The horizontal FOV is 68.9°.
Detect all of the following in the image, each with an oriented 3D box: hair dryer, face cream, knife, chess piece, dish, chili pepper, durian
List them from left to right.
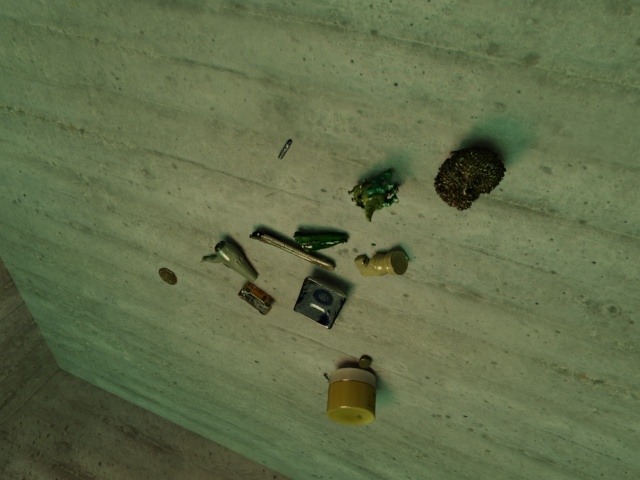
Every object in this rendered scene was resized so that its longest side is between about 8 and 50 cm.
[{"bbox_3d":[-0.389,0.113,2.033,0.229,0.092,0.267,39,149,-13],"label":"hair dryer"},{"bbox_3d":[-0.109,0.036,1.823,0.365,0.043,0.089,23,169,8],"label":"knife"},{"bbox_3d":[-0.001,0.003,1.722,0.216,0.062,0.108,0,160,24],"label":"chili pepper"},{"bbox_3d":[0.006,0.236,1.895,0.182,0.080,0.243,28,136,6],"label":"dish"},{"bbox_3d":[0.141,0.704,2.097,0.218,0.179,0.218,4,140,4],"label":"face cream"},{"bbox_3d":[0.208,0.089,1.672,0.200,0.090,0.090,-12,120,48],"label":"chess piece"},{"bbox_3d":[0.405,-0.165,1.266,0.167,0.196,0.196,27,135,-1],"label":"durian"}]

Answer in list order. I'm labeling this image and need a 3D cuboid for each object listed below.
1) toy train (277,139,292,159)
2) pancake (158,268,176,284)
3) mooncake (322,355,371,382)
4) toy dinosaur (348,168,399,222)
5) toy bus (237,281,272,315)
[{"bbox_3d":[-0.119,-0.304,1.558,0.017,0.017,0.083,36,134,-4],"label":"toy train"},{"bbox_3d":[-0.760,0.180,2.315,0.115,0.011,0.115,15,132,17],"label":"pancake"},{"bbox_3d":[0.115,0.615,2.169,0.347,0.057,0.150,-19,112,39],"label":"mooncake"},{"bbox_3d":[0.166,-0.129,1.409,0.153,0.259,0.094,-25,117,11],"label":"toy dinosaur"},{"bbox_3d":[-0.284,0.259,2.078,0.162,0.074,0.069,37,127,-1],"label":"toy bus"}]
